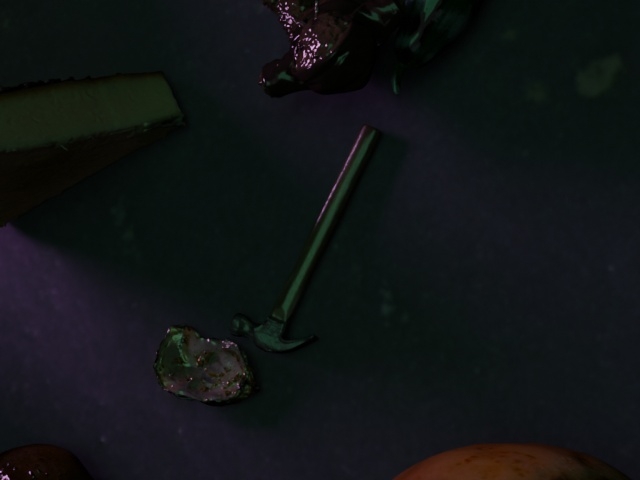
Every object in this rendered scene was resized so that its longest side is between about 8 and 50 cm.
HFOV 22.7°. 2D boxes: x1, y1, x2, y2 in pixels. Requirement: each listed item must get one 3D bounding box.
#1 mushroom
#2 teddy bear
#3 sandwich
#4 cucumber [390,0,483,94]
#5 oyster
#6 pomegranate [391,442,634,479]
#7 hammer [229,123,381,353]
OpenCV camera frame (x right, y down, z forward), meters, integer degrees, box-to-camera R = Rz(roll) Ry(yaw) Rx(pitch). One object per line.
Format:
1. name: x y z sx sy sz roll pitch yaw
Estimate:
1. mushroom: -0.219 0.208 1.168 0.127 0.087 0.127 -15 57 24
2. teddy bear: 0.008 -0.148 1.142 0.119 0.078 0.160 -29 36 13
3. sandwich: -0.220 -0.061 1.197 0.162 0.193 0.058 -37 74 47
4. cucumber: 0.107 -0.215 1.139 0.056 0.056 0.250 24 89 19
5. oyster: -0.081 0.095 1.167 0.083 0.019 0.054 18 86 20
6. pomegranate: 0.111 0.238 0.975 0.248 0.248 0.248 -2 81 16
7. hammer: 0.000 0.000 1.158 0.062 0.017 0.182 27 89 18
